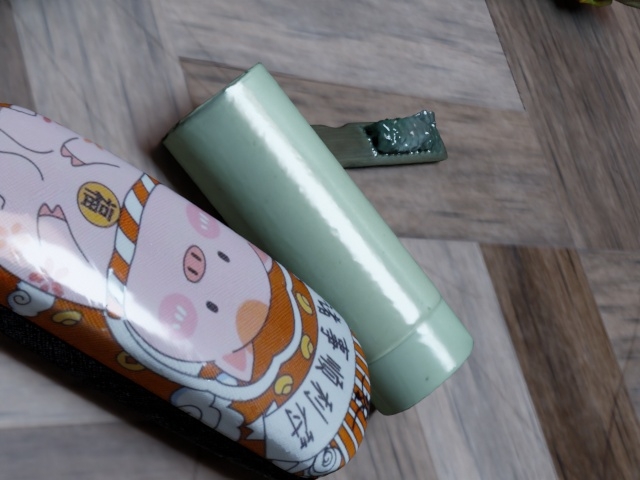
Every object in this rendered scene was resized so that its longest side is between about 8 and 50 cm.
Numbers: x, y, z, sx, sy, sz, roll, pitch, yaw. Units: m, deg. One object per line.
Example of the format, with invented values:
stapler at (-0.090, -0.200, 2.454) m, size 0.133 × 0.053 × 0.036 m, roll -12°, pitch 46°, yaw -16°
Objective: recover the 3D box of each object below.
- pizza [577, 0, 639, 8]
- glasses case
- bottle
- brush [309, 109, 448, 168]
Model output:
pizza at (0.166, -0.246, 1.203) m, size 0.226 × 0.069 × 0.147 m, roll 20°, pitch 29°, yaw -42°
glasses case at (-0.082, 0.030, 0.756) m, size 0.267 × 0.067 × 0.103 m, roll 33°, pitch 46°, yaw -26°
bottle at (0.000, 0.000, 0.857) m, size 0.201 × 0.072 × 0.072 m, roll 52°, pitch 39°, yaw -6°
brush at (0.021, -0.062, 0.955) m, size 0.190 × 0.027 × 0.034 m, roll -7°, pitch 68°, yaw -47°
